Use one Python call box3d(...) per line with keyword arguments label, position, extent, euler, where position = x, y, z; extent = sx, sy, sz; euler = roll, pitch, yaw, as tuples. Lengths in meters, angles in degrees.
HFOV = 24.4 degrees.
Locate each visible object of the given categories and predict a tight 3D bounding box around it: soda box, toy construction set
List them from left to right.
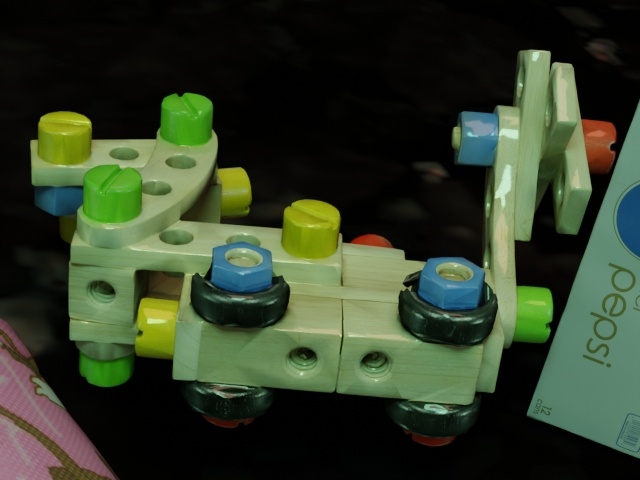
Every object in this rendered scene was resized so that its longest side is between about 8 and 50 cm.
box3d(label="toy construction set", position=(0.000, 0.000, 0.785), extent=(0.327, 0.151, 0.215), euler=(-8, 28, 4))
box3d(label="soda box", position=(0.175, 0.004, 0.773), extent=(0.069, 0.216, 0.074), euler=(21, 31, 10))

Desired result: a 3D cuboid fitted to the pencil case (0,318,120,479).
box3d(label="pencil case", position=(-0.066, 0.191, 0.363), extent=(0.386, 0.167, 0.160), euler=(49, 18, 27))
